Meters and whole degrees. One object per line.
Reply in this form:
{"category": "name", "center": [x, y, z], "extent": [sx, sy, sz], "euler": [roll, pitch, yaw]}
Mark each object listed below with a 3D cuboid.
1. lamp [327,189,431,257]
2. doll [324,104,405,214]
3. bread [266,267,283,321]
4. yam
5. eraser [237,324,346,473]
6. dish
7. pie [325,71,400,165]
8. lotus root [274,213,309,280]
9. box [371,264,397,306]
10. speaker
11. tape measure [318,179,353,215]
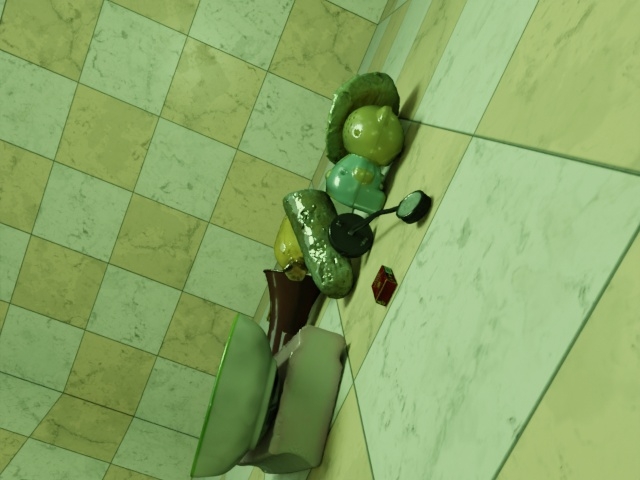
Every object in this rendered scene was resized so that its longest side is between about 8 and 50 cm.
{"category": "lamp", "center": [0.143, -0.035, 1.174], "extent": [0.371, 0.108, 0.130], "euler": [-21, 34, 59]}
{"category": "doll", "center": [0.115, -0.213, 1.387], "extent": [0.177, 0.161, 0.261], "euler": [-100, 30, -77]}
{"category": "bread", "center": [-0.124, 0.204, 2.032], "extent": [0.241, 0.106, 0.136], "euler": [-79, 11, -54]}
{"category": "yam", "center": [0.000, 0.000, 1.392], "extent": [0.133, 0.133, 0.330], "euler": [-59, 40, 46]}
{"category": "eraser", "center": [-0.074, 0.374, 1.234], "extent": [0.359, 0.122, 0.272], "euler": [125, 161, -58]}
{"category": "dish", "center": [-0.153, 0.318, 1.101], "extent": [0.324, 0.124, 0.324], "euler": [-164, 90, -86]}
{"category": "pie", "center": [0.113, -0.327, 1.509], "extent": [0.306, 0.071, 0.306], "euler": [-32, -37, -28]}
{"category": "lotus root", "center": [-0.054, 0.002, 1.556], "extent": [0.303, 0.146, 0.131], "euler": [-83, -14, -48]}
{"category": "box", "center": [0.121, 0.085, 1.051], "extent": [0.082, 0.023, 0.052], "euler": [-95, 27, -72]}
{"category": "speaker", "center": [-0.063, 0.251, 1.580], "extent": [0.259, 0.198, 0.330], "euler": [-6, 72, 36]}
{"category": "tape measure", "center": [0.016, -0.079, 1.799], "extent": [0.265, 0.130, 0.258], "euler": [121, 170, -48]}
